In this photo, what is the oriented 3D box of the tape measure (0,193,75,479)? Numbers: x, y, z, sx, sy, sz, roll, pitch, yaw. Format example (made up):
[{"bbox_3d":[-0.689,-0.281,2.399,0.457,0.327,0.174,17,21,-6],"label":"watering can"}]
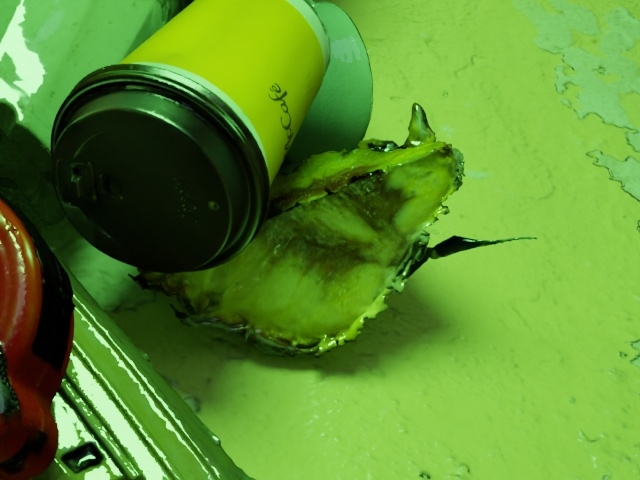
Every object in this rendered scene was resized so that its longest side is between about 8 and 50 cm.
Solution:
[{"bbox_3d":[-0.319,0.074,1.529,0.253,0.114,0.260,-3,70,13],"label":"tape measure"}]

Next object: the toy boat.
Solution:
[{"bbox_3d":[-0.192,0.157,1.591,0.162,0.136,0.445,-28,61,-33],"label":"toy boat"}]

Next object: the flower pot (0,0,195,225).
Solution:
[{"bbox_3d":[-0.273,-0.159,1.808,0.290,0.290,0.259,19,56,-1],"label":"flower pot"}]

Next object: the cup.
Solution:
[{"bbox_3d":[-0.099,-0.108,1.705,0.196,0.196,0.280,26,40,7],"label":"cup"}]

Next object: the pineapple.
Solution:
[{"bbox_3d":[0.002,0.005,1.816,0.334,0.158,0.161,-31,15,-7],"label":"pineapple"}]

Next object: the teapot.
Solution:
[{"bbox_3d":[-0.055,-0.156,1.915,0.149,0.239,0.162,-8,13,-30],"label":"teapot"}]
